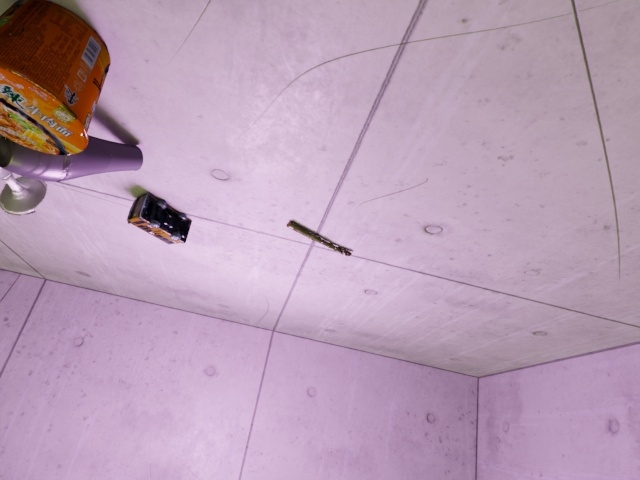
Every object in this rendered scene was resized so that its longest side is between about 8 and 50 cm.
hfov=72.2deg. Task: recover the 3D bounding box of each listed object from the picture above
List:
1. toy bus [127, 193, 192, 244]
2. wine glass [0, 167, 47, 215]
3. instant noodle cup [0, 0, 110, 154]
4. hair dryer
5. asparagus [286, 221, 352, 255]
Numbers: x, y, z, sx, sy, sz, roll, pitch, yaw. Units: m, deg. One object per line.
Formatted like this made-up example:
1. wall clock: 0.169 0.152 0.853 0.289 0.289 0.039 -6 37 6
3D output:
1. toy bus: -0.504 -0.063 1.367 0.103 0.092 0.182 -6 151 32
2. wine glass: -0.868 -0.199 1.175 0.143 0.144 0.321 12 155 -2
3. instant noodle cup: -0.495 -0.292 0.774 0.229 0.183 0.230 9 155 4
4. hair dryer: -0.636 -0.234 1.020 0.360 0.121 0.301 24 -162 25
5. asparagus: 0.000 0.000 1.364 0.248 0.025 0.024 27 108 -29
